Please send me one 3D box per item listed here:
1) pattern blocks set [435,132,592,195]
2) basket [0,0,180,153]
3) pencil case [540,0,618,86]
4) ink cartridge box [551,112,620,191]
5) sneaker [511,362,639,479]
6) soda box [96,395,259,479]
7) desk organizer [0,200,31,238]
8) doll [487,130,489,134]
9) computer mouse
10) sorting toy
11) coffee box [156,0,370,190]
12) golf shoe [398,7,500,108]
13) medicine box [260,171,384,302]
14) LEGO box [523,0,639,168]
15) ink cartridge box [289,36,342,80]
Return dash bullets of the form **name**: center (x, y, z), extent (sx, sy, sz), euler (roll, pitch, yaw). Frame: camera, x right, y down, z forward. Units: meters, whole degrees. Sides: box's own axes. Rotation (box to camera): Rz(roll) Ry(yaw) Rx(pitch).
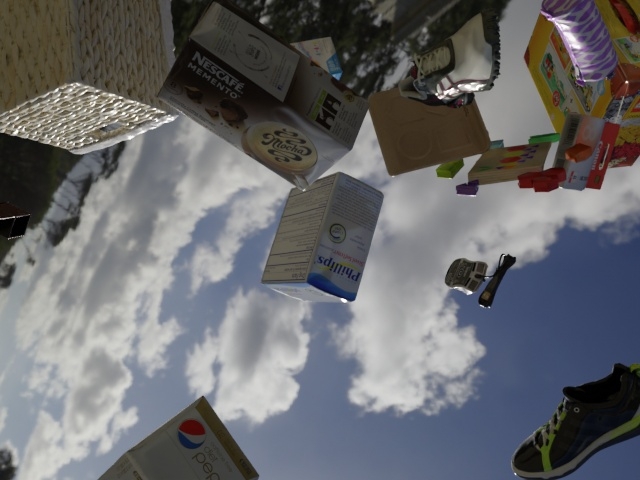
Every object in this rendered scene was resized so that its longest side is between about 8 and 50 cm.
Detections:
- **pattern blocks set**: center (0.366, -0.148, 1.150), extent (0.285, 0.325, 0.026), euler (0, -66, 37)
- **basket**: center (-0.502, -0.389, 1.215), extent (0.328, 0.266, 0.332), euler (-12, -100, 29)
- **pencil case**: center (0.486, -0.386, 1.116), extent (0.088, 0.206, 0.086), euler (-38, -141, 14)
- **ink cartridge box**: center (0.543, -0.170, 1.191), extent (0.045, 0.179, 0.146), euler (33, -64, 56)
- **sneaker**: center (0.353, 0.243, 0.829), extent (0.234, 0.097, 0.084), euler (-39, -170, 18)
- **soda box**: center (-0.134, 0.203, 0.474), extent (0.074, 0.069, 0.216), euler (52, -43, 7)
- **desk organizer**: center (-0.538, -0.029, 0.972), extent (0.130, 0.050, 0.047), euler (-44, 157, -79)
- **doll**: center (0.343, -0.311, 1.484), extent (0.046, 0.189, 0.129), euler (-53, -177, 37)
- **computer mouse**: center (0.302, 0.071, 1.148), extent (0.106, 0.042, 0.193), euler (-66, -167, -3)
- **sorting toy**: center (0.216, -0.235, 1.206), extent (0.038, 0.208, 0.193), euler (61, 14, -68)
- **coffee box**: center (-0.093, -0.232, 0.978), extent (0.168, 0.297, 0.119), euler (-33, -150, 53)
- **golf shoe**: center (0.212, -0.281, 0.975), extent (0.273, 0.120, 0.105), euler (120, -34, -80)
- **medicine box**: center (0.000, 0.000, 1.523), extent (0.263, 0.149, 0.289), euler (-9, -118, 61)
- **LEGO box**: center (0.805, -0.513, 1.737), extent (0.372, 0.193, 0.500), euler (91, -8, -59)
- **ink cartridge box**: center (-0.048, -0.442, 1.509), extent (0.061, 0.181, 0.104), euler (128, -54, -72)
